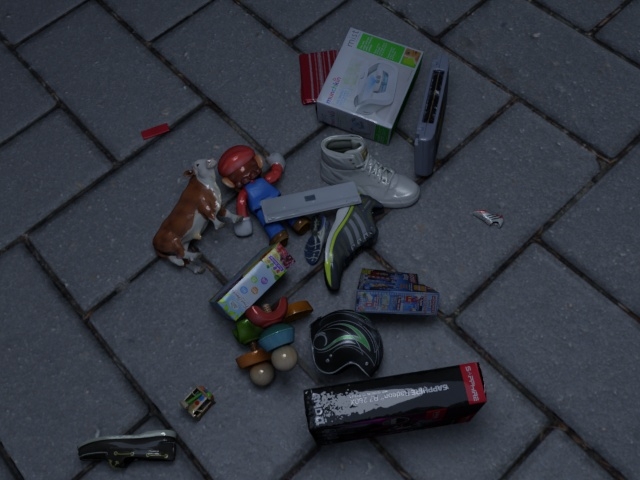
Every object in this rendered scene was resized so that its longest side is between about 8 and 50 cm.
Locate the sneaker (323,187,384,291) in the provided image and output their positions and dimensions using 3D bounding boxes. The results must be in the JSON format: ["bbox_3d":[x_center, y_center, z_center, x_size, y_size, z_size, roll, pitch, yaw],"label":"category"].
[{"bbox_3d":[0.084,-0.003,1.568,0.121,0.111,0.299,15,68,8],"label":"sneaker"}]

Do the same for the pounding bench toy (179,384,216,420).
[{"bbox_3d":[-0.292,0.378,1.423,0.052,0.083,0.065,37,73,20],"label":"pounding bench toy"}]

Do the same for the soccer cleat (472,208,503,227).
[{"bbox_3d":[0.447,-0.059,1.607,0.083,0.029,0.035,17,62,8],"label":"soccer cleat"}]

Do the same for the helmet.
[{"bbox_3d":[0.065,0.247,1.418,0.162,0.169,0.169,-13,63,5],"label":"helmet"}]

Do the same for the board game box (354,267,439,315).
[{"bbox_3d":[0.189,0.129,1.471,0.194,0.194,0.060,7,104,7],"label":"board game box"}]

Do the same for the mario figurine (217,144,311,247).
[{"bbox_3d":[-0.163,-0.125,1.663,0.198,0.170,0.320,-22,70,-46],"label":"mario figurine"}]

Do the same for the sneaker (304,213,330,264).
[{"bbox_3d":[0.000,0.000,1.602,0.052,0.058,0.135,12,87,38],"label":"sneaker"}]

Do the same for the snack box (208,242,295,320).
[{"bbox_3d":[-0.174,0.103,1.496,0.207,0.174,0.070,-44,98,-16],"label":"snack box"}]

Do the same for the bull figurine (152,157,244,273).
[{"bbox_3d":[-0.324,-0.065,1.587,0.188,0.101,0.310,42,107,21],"label":"bull figurine"}]

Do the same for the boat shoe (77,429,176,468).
[{"bbox_3d":[-0.447,0.487,1.384,0.228,0.081,0.068,-7,60,-2],"label":"boat shoe"}]

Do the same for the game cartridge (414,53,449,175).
[{"bbox_3d":[0.308,-0.336,1.660,0.060,0.196,0.294,11,65,10],"label":"game cartridge"}]

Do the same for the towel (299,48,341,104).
[{"bbox_3d":[0.071,-0.512,1.859,0.275,0.031,0.198,-6,64,1],"label":"towel"}]

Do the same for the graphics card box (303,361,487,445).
[{"bbox_3d":[0.157,0.361,1.312,0.371,0.233,0.094,-8,64,0],"label":"graphics card box"}]

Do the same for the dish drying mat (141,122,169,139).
[{"bbox_3d":[-0.503,-0.332,1.831,0.083,0.008,0.032,-21,65,-6],"label":"dish drying mat"}]

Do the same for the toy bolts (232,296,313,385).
[{"bbox_3d":[-0.090,0.235,1.412,0.218,0.228,0.158,-16,74,-17],"label":"toy bolts"}]

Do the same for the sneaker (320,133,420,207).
[{"bbox_3d":[0.131,-0.189,1.620,0.293,0.169,0.108,18,65,12],"label":"sneaker"}]

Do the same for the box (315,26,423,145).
[{"bbox_3d":[0.141,-0.444,1.740,0.231,0.127,0.262,23,77,7],"label":"box"}]

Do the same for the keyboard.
[{"bbox_3d":[-0.025,-0.101,1.564,0.256,0.014,0.072,-12,55,-8],"label":"keyboard"}]
